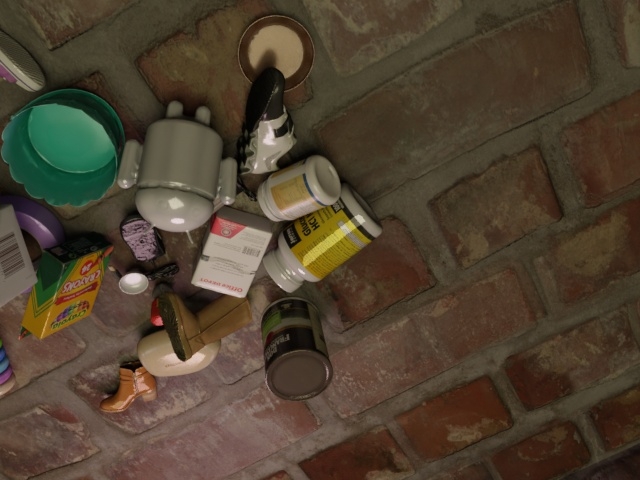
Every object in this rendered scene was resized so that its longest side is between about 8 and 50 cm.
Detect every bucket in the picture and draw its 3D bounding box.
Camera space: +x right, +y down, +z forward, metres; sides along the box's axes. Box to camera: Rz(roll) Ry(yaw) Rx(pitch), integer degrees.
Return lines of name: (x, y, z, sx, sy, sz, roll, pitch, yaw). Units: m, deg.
bucket: (-0.641, -0.244, 1.608, 0.282, 0.183, 0.281, -4, 121, -7)

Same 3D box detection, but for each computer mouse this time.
computer mouse: (-0.545, 0.028, 1.856, 0.184, 0.060, 0.262, -21, 132, -2)

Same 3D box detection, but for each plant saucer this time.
plant saucer: (-0.115, -0.484, 1.641, 0.199, 0.036, 0.198, -4, 121, -7)

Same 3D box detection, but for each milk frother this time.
milk frother: (-0.266, -0.121, 1.772, 0.135, 0.129, 0.143, -36, 113, 8)

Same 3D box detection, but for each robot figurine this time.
robot figurine: (-0.360, -0.173, 1.624, 0.300, 0.200, 0.353, 9, 77, -8)

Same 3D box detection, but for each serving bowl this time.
serving bowl: (-0.552, 0.119, 1.869, 0.084, 0.027, 0.083, -11, 131, -13)

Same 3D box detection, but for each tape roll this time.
tape roll: (-0.867, 0.014, 1.775, 0.275, 0.090, 0.274, -4, 120, -6)

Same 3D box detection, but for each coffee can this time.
coffee can: (-0.081, 0.335, 1.979, 0.202, 0.275, 0.201, -4, 120, -7)

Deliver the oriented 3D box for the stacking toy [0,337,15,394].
stacking toy: (-1.021, 0.309, 1.901, 0.141, 0.141, 0.330, -3, 116, -8)

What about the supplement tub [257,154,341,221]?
supplement tub: (-0.060, -0.141, 1.757, 0.200, 0.144, 0.144, -20, 124, 32)

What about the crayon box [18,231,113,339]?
crayon box: (-0.727, 0.146, 1.808, 0.081, 0.202, 0.318, 33, 115, 11)

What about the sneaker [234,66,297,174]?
sneaker: (-0.124, -0.314, 1.686, 0.146, 0.122, 0.330, 0, 140, -24)

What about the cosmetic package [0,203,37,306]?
cosmetic package: (-0.994, 0.046, 1.629, 0.454, 0.161, 0.229, -3, 111, 17)

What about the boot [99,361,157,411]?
boot: (-0.646, 0.478, 2.091, 0.197, 0.073, 0.152, -16, 123, -14)

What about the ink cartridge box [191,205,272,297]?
ink cartridge box: (-0.266, 0.033, 1.877, 0.172, 0.100, 0.237, 17, 115, -18)

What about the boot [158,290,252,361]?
boot: (-0.342, 0.206, 1.902, 0.270, 0.089, 0.236, -31, 123, -41)

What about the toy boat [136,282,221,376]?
toy boat: (-0.456, 0.285, 1.983, 0.268, 0.148, 0.318, -10, 128, 2)

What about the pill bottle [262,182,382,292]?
pill bottle: (0.000, 0.000, 1.851, 0.334, 0.188, 0.188, -38, 118, 12)

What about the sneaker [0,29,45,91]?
sneaker: (-0.815, -0.432, 1.527, 0.282, 0.102, 0.161, 42, 110, -16)
